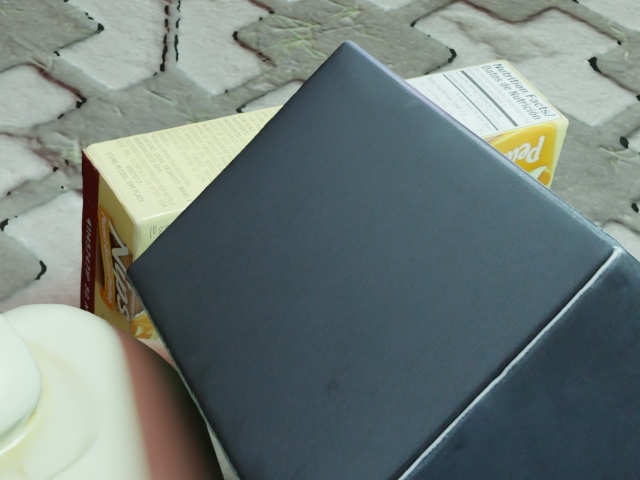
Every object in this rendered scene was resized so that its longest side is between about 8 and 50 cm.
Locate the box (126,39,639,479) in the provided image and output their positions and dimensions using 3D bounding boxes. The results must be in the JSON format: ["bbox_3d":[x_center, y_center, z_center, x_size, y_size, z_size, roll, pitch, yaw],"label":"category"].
[{"bbox_3d":[0.097,0.090,0.743,0.294,0.183,0.296,40,4,-30],"label":"box"}]

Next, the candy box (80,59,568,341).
[{"bbox_3d":[0.000,0.000,1.046,0.316,0.183,0.087,-15,45,-27],"label":"candy box"}]

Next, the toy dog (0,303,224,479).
[{"bbox_3d":[-0.101,0.225,0.721,0.408,0.284,0.395,39,29,30],"label":"toy dog"}]
